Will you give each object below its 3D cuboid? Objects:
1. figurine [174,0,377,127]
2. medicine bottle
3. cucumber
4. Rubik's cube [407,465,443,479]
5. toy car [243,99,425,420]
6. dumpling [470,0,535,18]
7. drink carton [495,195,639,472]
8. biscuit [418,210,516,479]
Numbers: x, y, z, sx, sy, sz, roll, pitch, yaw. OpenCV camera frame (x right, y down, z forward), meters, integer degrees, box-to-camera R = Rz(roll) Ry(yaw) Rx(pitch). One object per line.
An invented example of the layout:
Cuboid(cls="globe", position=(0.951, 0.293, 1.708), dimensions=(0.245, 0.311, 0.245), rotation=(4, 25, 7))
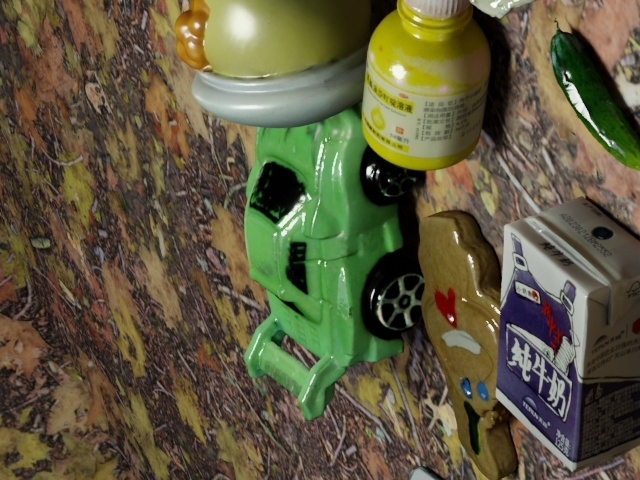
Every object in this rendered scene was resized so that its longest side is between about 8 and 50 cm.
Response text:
Cuboid(cls="figurine", position=(-0.020, -0.263, 1.973), dimensions=(0.205, 0.224, 0.382), rotation=(57, 154, 30))
Cuboid(cls="medicine bottle", position=(0.106, -0.181, 1.900), dimensions=(0.122, 0.122, 0.212), rotation=(51, 151, 36))
Cuboid(cls="cucumber", position=(0.243, -0.126, 1.755), dimensions=(0.168, 0.039, 0.039), rotation=(60, 155, 16))
Cuboid(cls="Rubik's cube", position=(0.156, 0.424, 2.279), dimensions=(0.233, 0.229, 0.228), rotation=(-18, -49, -79))
Cuboid(cls="toy car", position=(0.000, 0.000, 2.216), dimensions=(0.213, 0.176, 0.359), rotation=(35, 139, 51))
Cuboid(cls="dumpling", position=(0.171, -0.287, 1.707), dimensions=(0.127, 0.108, 0.188), rotation=(8, 105, 35))
Cuboid(cls="drink carton", position=(0.246, 0.087, 1.854), dimensions=(0.134, 0.102, 0.222), rotation=(47, 147, 46))
Cuboid(cls="biscuit", position=(0.167, 0.121, 2.124), dimensions=(0.183, 0.047, 0.320), rotation=(44, 148, 49))
